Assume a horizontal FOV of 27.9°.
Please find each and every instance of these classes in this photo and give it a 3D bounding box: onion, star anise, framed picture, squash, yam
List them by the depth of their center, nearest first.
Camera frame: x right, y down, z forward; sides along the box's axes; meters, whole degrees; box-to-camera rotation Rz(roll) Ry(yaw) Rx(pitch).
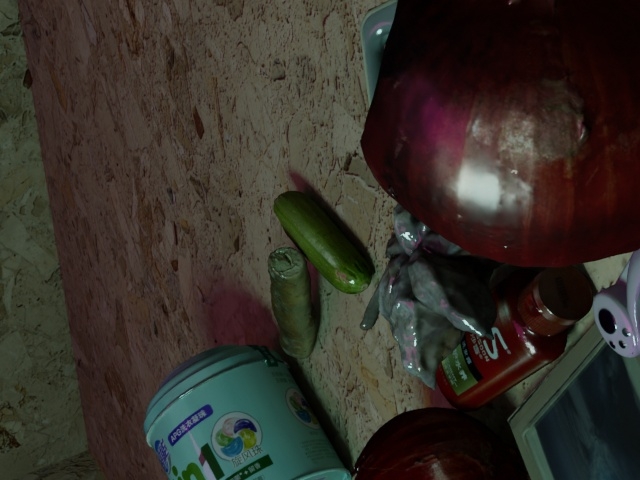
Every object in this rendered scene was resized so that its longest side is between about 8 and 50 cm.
[{"bbox_3d":[0.204,-0.127,1.118,0.341,0.341,0.341,45,145,44],"label":"onion"},{"bbox_3d":[0.347,0.321,1.401,0.326,0.028,0.446,114,144,-53],"label":"framed picture"},{"bbox_3d":[0.130,0.037,1.562,0.316,0.139,0.359,-92,25,-62],"label":"star anise"},{"bbox_3d":[0.165,0.351,1.690,0.276,0.276,0.276,45,145,44],"label":"onion"},{"bbox_3d":[0.000,0.000,1.966,0.239,0.069,0.069,49,148,38],"label":"squash"},{"bbox_3d":[-0.043,0.105,2.068,0.071,0.067,0.317,51,164,25],"label":"yam"}]

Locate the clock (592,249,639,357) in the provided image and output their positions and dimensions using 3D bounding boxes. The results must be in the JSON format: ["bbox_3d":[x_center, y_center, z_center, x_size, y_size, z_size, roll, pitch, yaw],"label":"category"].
[{"bbox_3d":[0.383,0.085,1.211,0.248,0.090,0.227,55,152,27],"label":"clock"}]

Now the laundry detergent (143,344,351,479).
[{"bbox_3d":[-0.141,0.355,2.262,0.305,0.287,0.287,58,153,24],"label":"laundry detergent"}]

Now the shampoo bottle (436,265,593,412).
[{"bbox_3d":[0.227,0.116,1.568,0.314,0.076,0.118,129,133,-62],"label":"shampoo bottle"}]

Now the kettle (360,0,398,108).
[{"bbox_3d":[0.145,-0.167,1.411,0.211,0.160,0.243,-21,77,39],"label":"kettle"}]
